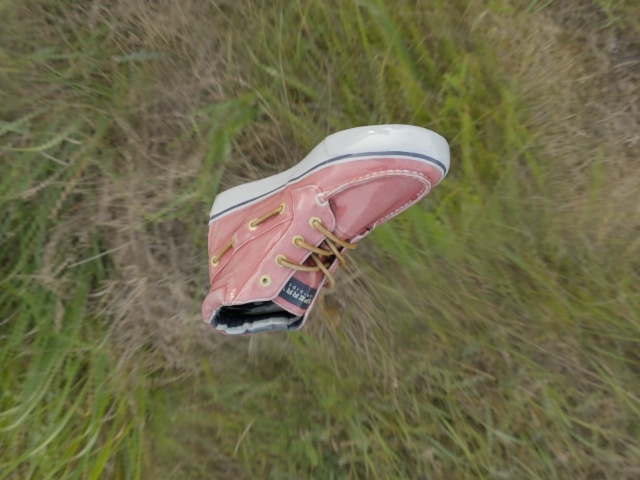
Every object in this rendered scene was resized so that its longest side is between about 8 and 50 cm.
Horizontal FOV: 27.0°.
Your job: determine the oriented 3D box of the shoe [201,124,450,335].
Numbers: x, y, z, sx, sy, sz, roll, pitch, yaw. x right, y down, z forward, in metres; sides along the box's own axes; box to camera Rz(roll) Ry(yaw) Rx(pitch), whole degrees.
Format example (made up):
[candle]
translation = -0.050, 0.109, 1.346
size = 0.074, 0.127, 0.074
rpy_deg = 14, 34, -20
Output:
[shoe]
translation = 0.000, 0.000, 0.727
size = 0.063, 0.178, 0.081
rpy_deg = 24, 60, -36
